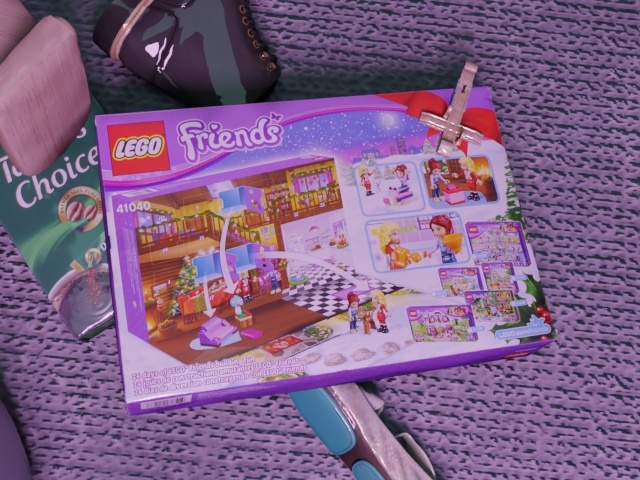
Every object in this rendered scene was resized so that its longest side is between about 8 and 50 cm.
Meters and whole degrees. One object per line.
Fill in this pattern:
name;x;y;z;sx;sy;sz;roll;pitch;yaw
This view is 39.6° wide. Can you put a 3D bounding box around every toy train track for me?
toy train track;0.101;-0.098;0.644;0.048;0.014;0.083;20;66;-2

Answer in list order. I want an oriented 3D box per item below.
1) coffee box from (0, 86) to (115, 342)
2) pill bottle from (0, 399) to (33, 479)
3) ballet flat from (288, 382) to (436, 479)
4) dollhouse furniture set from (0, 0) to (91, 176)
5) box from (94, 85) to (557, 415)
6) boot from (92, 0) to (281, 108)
coffee box;-0.182;-0.029;0.666;0.113;0.040;0.184;-32;82;-7
pill bottle;-0.333;0.188;0.566;0.272;0.152;0.152;-21;82;-7
ballet flat;0.036;0.145;0.649;0.052;0.057;0.168;-33;86;-37
dollhouse furniture set;-0.405;-0.055;0.563;0.362;0.256;0.394;36;74;-1
box;0.000;0.000;0.627;0.294;0.057;0.200;-6;71;-13
boot;-0.060;-0.184;0.691;0.137;0.077;0.198;41;94;0
